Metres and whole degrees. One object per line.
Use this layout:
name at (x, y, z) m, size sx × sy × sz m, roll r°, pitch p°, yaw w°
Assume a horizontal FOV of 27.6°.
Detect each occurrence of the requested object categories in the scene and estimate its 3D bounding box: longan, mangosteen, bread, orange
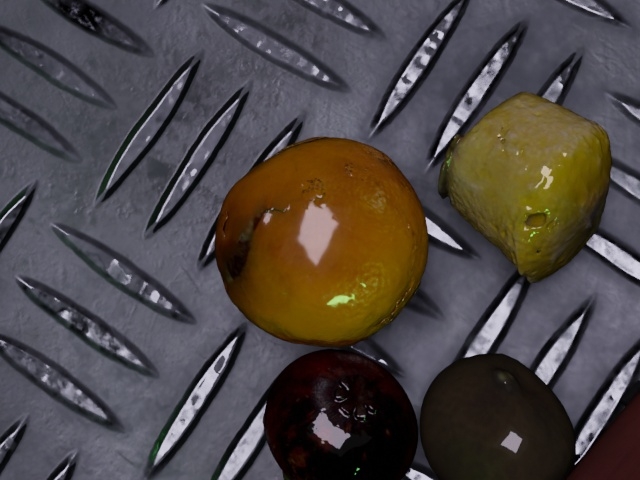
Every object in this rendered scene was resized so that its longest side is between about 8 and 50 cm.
longan at (0.199, 0.218, 1.460) m, size 0.189 × 0.189 × 0.189 m, roll -1°, pitch 79°, yaw 7°
mangosteen at (0.015, 0.220, 1.487) m, size 0.199 × 0.200 × 0.200 m, roll -1°, pitch 79°, yaw 7°
bread at (0.246, -0.064, 1.511) m, size 0.170 × 0.197 × 0.197 m, roll 35°, pitch 85°, yaw 25°
orange at (0.000, 0.000, 1.490) m, size 0.246 × 0.246 × 0.246 m, roll -1°, pitch 79°, yaw 7°

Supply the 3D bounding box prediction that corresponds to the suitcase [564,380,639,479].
suitcase at (0.374, 0.294, 1.364) m, size 0.236 × 0.161 × 0.297 m, roll 31°, pitch 55°, yaw 27°
